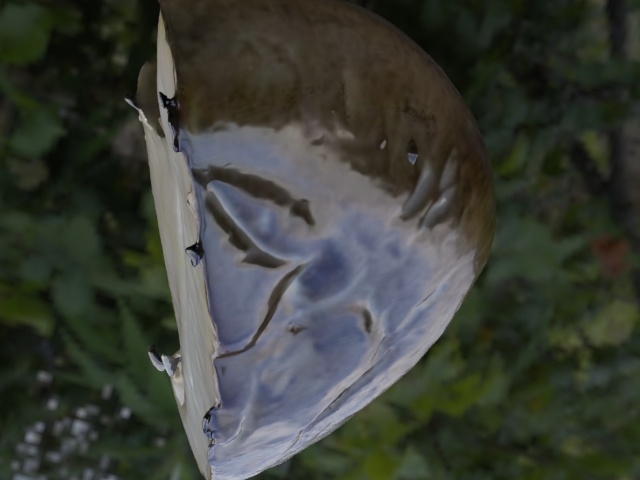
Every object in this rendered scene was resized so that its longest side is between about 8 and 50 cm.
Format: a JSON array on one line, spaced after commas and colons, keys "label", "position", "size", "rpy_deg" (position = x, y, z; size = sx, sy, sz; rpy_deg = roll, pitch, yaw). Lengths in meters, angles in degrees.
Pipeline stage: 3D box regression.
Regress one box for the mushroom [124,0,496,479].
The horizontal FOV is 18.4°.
[{"label": "mushroom", "position": [0.000, 0.000, 0.881], "size": [0.151, 0.286, 0.156], "rpy_deg": [-10, -131, -11]}]
